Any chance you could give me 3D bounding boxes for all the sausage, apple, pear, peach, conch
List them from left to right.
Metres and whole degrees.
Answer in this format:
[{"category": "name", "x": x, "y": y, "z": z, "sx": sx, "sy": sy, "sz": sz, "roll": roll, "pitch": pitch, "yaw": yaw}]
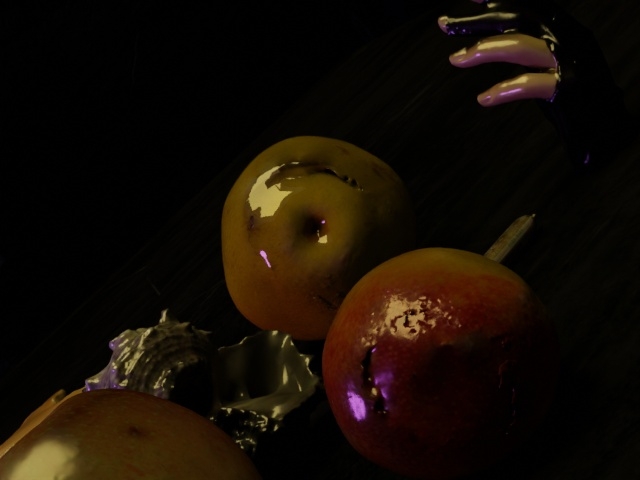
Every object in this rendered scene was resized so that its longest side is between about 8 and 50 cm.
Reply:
[{"category": "apple", "x": -0.219, "y": 0.299, "z": 1.482, "sx": 0.319, "sy": 0.277, "sz": 0.319, "roll": -39, "pitch": 12, "yaw": 10}, {"category": "conch", "x": -0.138, "y": 0.193, "z": 1.718, "sx": 0.313, "sy": 0.241, "sz": 0.186, "roll": -9, "pitch": -15, "yaw": -6}, {"category": "pear", "x": -0.012, "y": 0.004, "z": 1.998, "sx": 0.285, "sy": 0.285, "sz": 0.336, "roll": -44, "pitch": 0, "yaw": -25}, {"category": "peach", "x": 0.114, "y": 0.115, "z": 1.377, "sx": 0.231, "sy": 0.231, "sz": 0.231, "roll": -36, "pitch": 12, "yaw": 9}, {"category": "sausage", "x": 0.190, "y": 0.052, "z": 1.778, "sx": 0.269, "sy": 0.033, "sz": 0.033, "roll": -46, "pitch": 14, "yaw": -29}]

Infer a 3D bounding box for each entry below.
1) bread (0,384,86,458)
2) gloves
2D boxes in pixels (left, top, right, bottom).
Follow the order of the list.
[{"category": "bread", "x": -0.352, "y": 0.316, "z": 2.058, "sx": 0.224, "sy": 0.184, "sz": 0.211, "roll": -39, "pitch": 7, "yaw": -13}, {"category": "gloves", "x": 0.291, "y": -0.234, "z": 1.937, "sx": 0.152, "sy": 0.301, "sz": 0.197, "roll": -55, "pitch": 5, "yaw": 22}]
